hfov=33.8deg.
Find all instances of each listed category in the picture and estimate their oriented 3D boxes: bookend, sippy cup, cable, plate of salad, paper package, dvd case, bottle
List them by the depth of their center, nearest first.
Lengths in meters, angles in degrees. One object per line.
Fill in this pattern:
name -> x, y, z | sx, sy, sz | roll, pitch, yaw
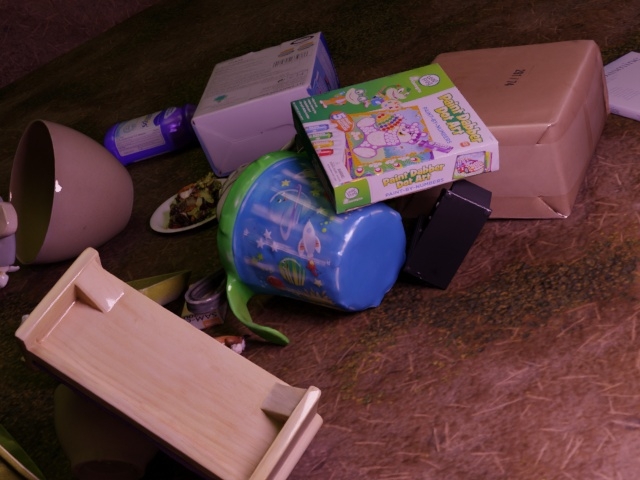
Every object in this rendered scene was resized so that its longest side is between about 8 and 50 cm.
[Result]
bookend -> 0.197, -0.038, 1.576 | 0.072, 0.157, 0.156 | 25, 36, -2
sippy cup -> 0.000, 0.000, 1.605 | 0.224, 0.306, 0.240 | 22, 21, 39
cable -> -0.133, 0.026, 1.748 | 0.139, 0.072, 0.287 | 21, 33, 37
paper package -> 0.293, -0.187, 1.753 | 0.309, 0.168, 0.325 | 0, 34, 27
dvd case -> 0.578, -0.279, 1.893 | 0.180, 0.022, 0.253 | -30, 28, -15
plate of salad -> -0.251, -0.079, 2.099 | 0.199, 0.048, 0.200 | -16, 28, 9
bottle -> -0.357, -0.254, 2.442 | 0.282, 0.092, 0.118 | -15, 27, 14

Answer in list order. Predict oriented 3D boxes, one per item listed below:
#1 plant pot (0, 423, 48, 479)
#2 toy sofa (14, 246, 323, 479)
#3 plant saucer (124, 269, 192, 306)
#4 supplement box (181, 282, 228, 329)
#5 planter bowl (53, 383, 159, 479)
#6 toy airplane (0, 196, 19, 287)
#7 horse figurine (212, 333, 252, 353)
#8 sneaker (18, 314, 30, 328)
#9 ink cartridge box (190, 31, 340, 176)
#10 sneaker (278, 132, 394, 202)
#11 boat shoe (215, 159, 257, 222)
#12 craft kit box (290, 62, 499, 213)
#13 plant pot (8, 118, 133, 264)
plant pot -> -0.613, 0.313, 1.370 | 0.353, 0.366, 0.366 | -43, 32, -15
toy sofa -> -0.186, 0.183, 1.307 | 0.362, 0.177, 0.150 | 31, 64, 10
plant saucer -> -0.330, 0.101, 1.778 | 0.188, 0.045, 0.188 | -12, 5, 19
supplement box -> -0.188, 0.103, 1.733 | 0.062, 0.036, 0.098 | -16, 28, 10
planter bowl -> -0.280, 0.260, 1.409 | 0.162, 0.162, 0.109 | -13, 54, 16
toy airplane -> -0.731, 0.012, 2.040 | 0.384, 0.272, 0.386 | -52, 41, 10
horse figurine -> -0.243, 0.195, 1.551 | 0.263, 0.066, 0.174 | -25, 4, 12
sneaker -> -0.492, 0.156, 1.865 | 0.109, 0.040, 0.044 | -7, 47, 33
ink cartridge box -> -0.105, -0.318, 2.315 | 0.269, 0.151, 0.395 | -14, 29, 12
sneaker -> 0.047, -0.137, 1.872 | 0.282, 0.153, 0.099 | -19, 27, 4
boat shoe -> -0.147, -0.084, 2.004 | 0.084, 0.095, 0.258 | -12, 18, 27
craft kit box -> 0.104, -0.157, 1.563 | 0.246, 0.061, 0.250 | -14, 39, -9
plant pot -> -0.484, -0.089, 2.093 | 0.190, 0.284, 0.284 | 4, 12, -33
